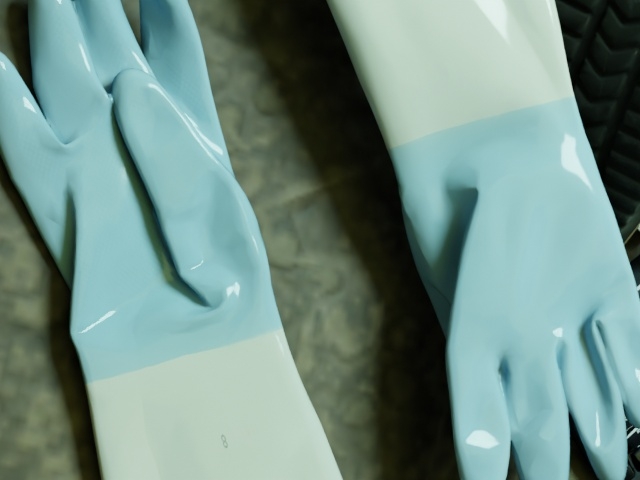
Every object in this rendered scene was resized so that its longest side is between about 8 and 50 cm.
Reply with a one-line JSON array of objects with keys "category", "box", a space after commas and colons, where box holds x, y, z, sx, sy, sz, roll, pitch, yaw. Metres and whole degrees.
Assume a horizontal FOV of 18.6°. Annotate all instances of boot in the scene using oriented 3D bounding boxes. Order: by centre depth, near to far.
[{"category": "boot", "box": [0.142, -0.082, 0.714, 0.137, 0.077, 0.198, 2, 111, -56]}]

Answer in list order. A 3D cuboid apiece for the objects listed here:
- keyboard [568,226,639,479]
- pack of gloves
[{"category": "keyboard", "box": [0.159, 0.008, 0.726, 0.192, 0.038, 0.100, -38, 100, -25]}, {"category": "pack of gloves", "box": [0.000, 0.000, 0.656, 0.195, 0.046, 0.232, -16, 91, -11]}]
